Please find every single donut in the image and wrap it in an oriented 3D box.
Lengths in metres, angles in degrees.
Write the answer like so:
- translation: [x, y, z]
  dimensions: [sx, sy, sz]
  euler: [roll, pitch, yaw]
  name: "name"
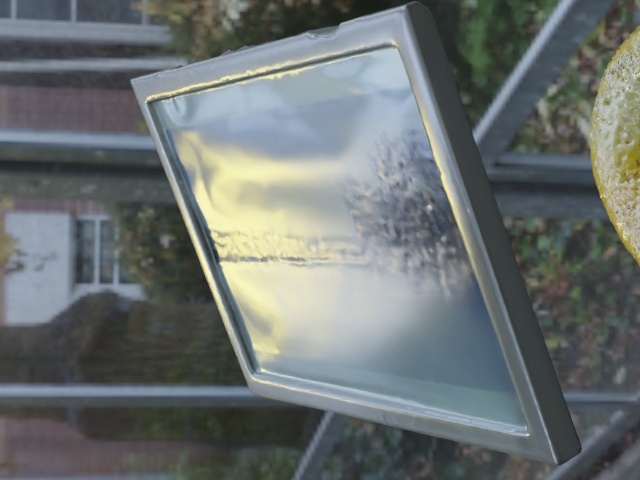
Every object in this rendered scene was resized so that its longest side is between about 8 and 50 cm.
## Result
- translation: [0.325, -0.069, 0.991]
  dimensions: [0.277, 0.108, 0.277]
  euler: [30, 124, 58]
  name: "donut"

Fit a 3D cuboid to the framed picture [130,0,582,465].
- translation: [0.000, 0.000, 0.632]
  dimensions: [0.289, 0.016, 0.213]
  euler: [1, 115, 59]
  name: "framed picture"
